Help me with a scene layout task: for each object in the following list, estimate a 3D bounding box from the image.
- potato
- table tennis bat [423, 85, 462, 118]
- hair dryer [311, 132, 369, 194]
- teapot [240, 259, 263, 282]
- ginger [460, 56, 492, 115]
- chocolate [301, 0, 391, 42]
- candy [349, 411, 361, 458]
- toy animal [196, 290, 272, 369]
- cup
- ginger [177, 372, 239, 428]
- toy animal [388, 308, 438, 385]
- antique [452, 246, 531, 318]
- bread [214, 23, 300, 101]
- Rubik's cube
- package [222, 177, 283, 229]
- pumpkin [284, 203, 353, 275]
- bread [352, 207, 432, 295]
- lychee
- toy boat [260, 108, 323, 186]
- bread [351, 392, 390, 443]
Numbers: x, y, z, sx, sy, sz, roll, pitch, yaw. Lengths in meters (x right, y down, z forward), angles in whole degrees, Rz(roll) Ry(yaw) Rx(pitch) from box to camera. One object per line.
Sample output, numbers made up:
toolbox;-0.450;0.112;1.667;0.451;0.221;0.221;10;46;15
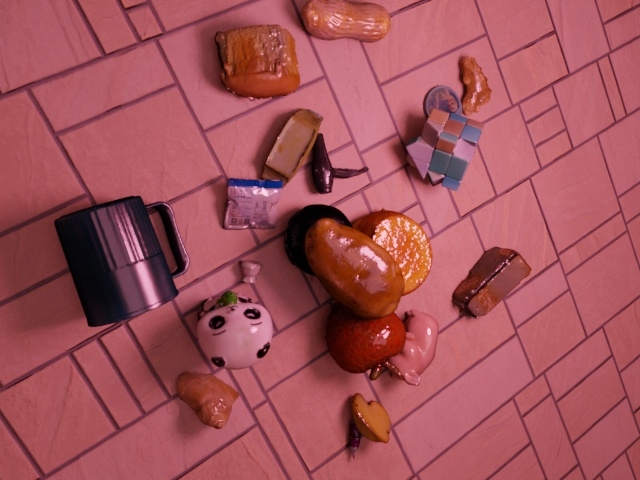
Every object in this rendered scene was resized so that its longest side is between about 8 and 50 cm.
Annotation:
potato;0.100;0.086;1.537;0.369;0.195;0.176;42;44;-17
table tennis bat;0.461;-0.441;1.888;0.149;0.038;0.237;-40;104;-16
hair dryer;0.067;-0.249;1.731;0.219;0.075;0.195;-4;86;-33
teapot;-0.211;0.096;1.632;0.083;0.064;0.064;-2;103;-54
ginger;0.562;-0.557;1.897;0.115;0.081;0.205;-3;105;9
chocolate;0.081;-0.691;1.665;0.309;0.134;0.134;-4;95;-27
candy;0.120;0.663;1.813;0.043;0.045;0.174;3;94;11
toy animal;-0.250;0.249;1.514;0.213;0.267;0.212;0;90;-19
cup;-0.511;0.037;1.402;0.308;0.242;0.292;-21;99;-18
ginger;-0.347;0.480;1.570;0.193;0.122;0.115;33;101;-16
toy animal;0.322;0.369;1.822;0.154;0.166;0.250;29;78;7
antique;0.618;0.160;1.945;0.284;0.150;0.125;-46;110;-5
bread;-0.164;-0.518;1.552;0.262;0.163;0.204;-11;100;-31
Rubik's cube;0.409;-0.308;1.784;0.213;0.265;0.224;21;46;12
package;-0.204;-0.109;1.604;0.171;0.027;0.173;1;117;-23
pumpkin;0.000;0.000;1.654;0.233;0.163;0.233;-1;94;-19
bread;0.228;0.052;1.746;0.312;0.172;0.312;-1;92;-21
lychee;0.152;0.317;1.700;0.255;0.255;0.300;-30;94;-18
toy boat;-0.086;-0.294;1.632;0.111;0.084;0.276;31;82;0
bread;0.166;0.601;1.801;0.187;0.149;0.065;48;118;0
